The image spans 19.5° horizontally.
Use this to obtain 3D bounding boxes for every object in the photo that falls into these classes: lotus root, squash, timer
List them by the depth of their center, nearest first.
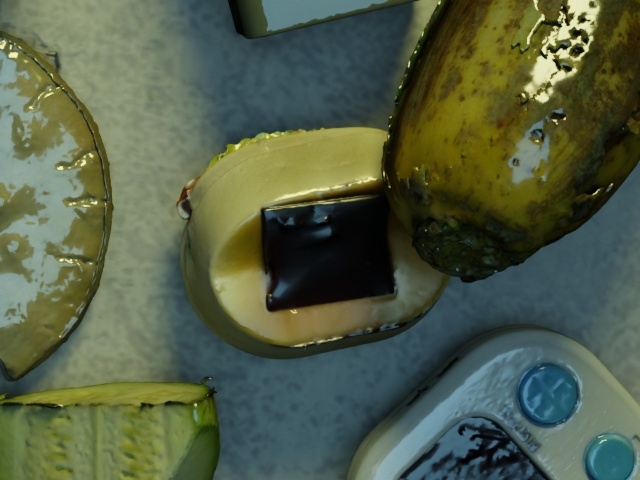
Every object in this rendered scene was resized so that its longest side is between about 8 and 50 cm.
[{"bbox_3d":[0.180,-0.143,1.332,0.179,0.196,0.397,40,63,-25],"label":"lotus root"},{"bbox_3d":[-0.144,0.250,1.394,0.203,0.111,0.288,-2,94,26],"label":"squash"},{"bbox_3d":[0.159,0.207,1.449,0.237,0.087,0.262,-43,100,-2],"label":"timer"}]

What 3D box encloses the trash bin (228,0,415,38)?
[{"bbox_3d":[-0.015,-0.280,1.353,0.164,0.122,0.240,-13,100,-6],"label":"trash bin"}]

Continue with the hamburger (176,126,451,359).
[{"bbox_3d":[0.000,0.000,1.394,0.210,0.116,0.173,-13,104,-11],"label":"hamburger"}]

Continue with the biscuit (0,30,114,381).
[{"bbox_3d":[-0.227,-0.048,1.389,0.141,0.038,0.289,-22,99,-5],"label":"biscuit"}]
